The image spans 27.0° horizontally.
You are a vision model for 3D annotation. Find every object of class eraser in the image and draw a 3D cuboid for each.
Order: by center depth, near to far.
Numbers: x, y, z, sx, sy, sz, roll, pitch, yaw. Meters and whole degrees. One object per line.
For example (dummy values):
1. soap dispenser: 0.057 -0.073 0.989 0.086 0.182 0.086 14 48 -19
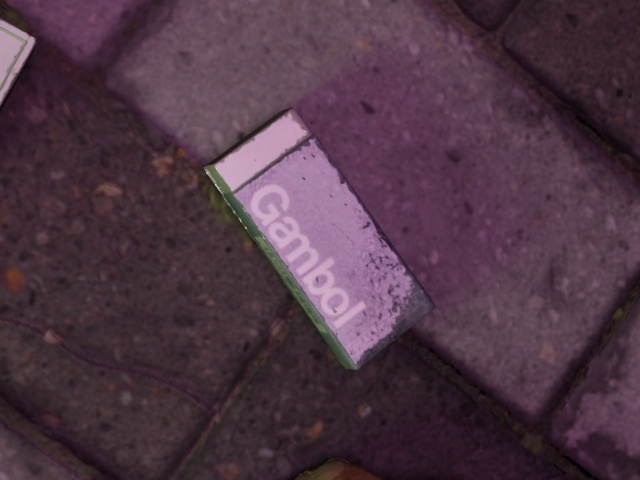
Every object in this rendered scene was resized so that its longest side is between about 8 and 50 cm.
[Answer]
1. eraser: 0.000 0.000 1.118 0.092 0.046 0.212 -38 99 -11

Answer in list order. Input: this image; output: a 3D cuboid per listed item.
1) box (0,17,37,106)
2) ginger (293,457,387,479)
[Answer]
1. box: -0.346 -0.147 1.006 0.225 0.086 0.129 29 84 -13
2. ginger: 0.061 0.236 1.125 0.190 0.069 0.095 9 57 -13
